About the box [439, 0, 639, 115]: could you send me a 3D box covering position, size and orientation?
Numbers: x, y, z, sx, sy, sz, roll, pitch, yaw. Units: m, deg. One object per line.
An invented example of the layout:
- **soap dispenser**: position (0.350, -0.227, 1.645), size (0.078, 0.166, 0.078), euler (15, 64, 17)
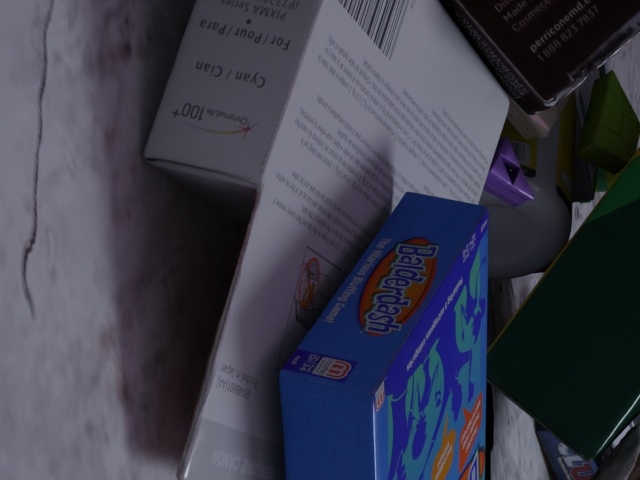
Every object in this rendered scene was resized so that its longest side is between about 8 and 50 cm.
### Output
- **box**: position (0.126, -0.183, 0.955), size (0.167, 0.168, 0.203), euler (48, 5, 1)

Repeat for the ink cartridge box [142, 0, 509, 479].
- **ink cartridge box**: position (0.000, 0.000, 0.868), size (0.296, 0.066, 0.261), euler (36, 69, -67)

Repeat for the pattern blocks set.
- **pattern blocks set**: position (0.122, -0.159, 1.169), size (0.285, 0.026, 0.325), euler (41, 40, -25)

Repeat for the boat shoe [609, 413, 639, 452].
- **boat shoe**: position (0.295, 0.190, 1.519), size (0.080, 0.076, 0.228), euler (-110, 174, -64)

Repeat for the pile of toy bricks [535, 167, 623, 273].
- **pile of toy bricks**: position (0.213, -0.053, 1.497), size (0.212, 0.105, 0.118), euler (-62, 142, -61)

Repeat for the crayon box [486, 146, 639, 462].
- **crayon box**: position (0.259, 0.000, 1.268), size (0.313, 0.106, 0.363), euler (-52, 169, 4)

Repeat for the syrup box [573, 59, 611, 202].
- **syrup box**: position (0.176, -0.127, 1.423), size (0.237, 0.096, 0.093), euler (-69, 150, -54)

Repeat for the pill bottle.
- **pill bottle**: position (0.125, -0.071, 1.225), size (0.103, 0.103, 0.184), euler (66, 25, -44)

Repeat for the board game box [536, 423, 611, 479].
- **board game box**: position (0.264, 0.198, 1.613), size (0.243, 0.042, 0.165), euler (64, 30, -33)

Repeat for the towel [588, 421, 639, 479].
- **towel**: position (0.205, 0.175, 1.220), size (0.282, 0.049, 0.187), euler (-38, 164, -50)

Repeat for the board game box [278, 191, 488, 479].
- **board game box**: position (0.035, 0.107, 0.855), size (0.160, 0.047, 0.210), euler (-54, 149, -50)
